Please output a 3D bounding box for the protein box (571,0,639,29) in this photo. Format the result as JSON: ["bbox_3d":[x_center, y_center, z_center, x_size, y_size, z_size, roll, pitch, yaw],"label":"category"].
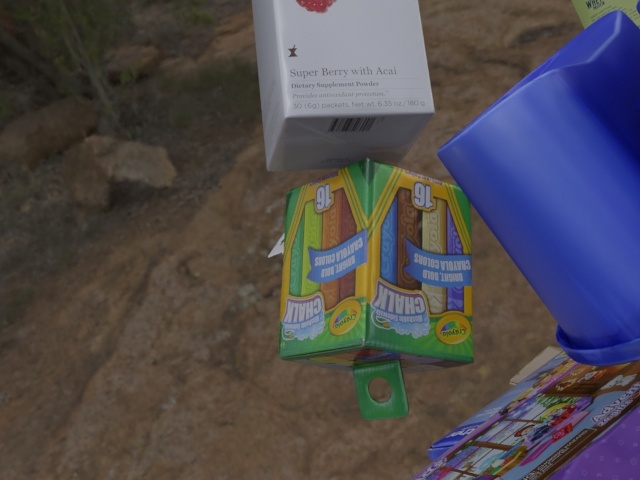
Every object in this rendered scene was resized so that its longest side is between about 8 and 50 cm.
[{"bbox_3d":[0.540,-0.376,1.467,0.136,0.201,0.199,-21,-4,-42],"label":"protein box"}]

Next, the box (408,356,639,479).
[{"bbox_3d":[0.137,0.167,0.630,0.293,0.057,0.201,-34,-2,-14],"label":"box"}]

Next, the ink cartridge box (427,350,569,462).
[{"bbox_3d":[0.289,0.290,1.019,0.151,0.270,0.395,-20,0,44],"label":"ink cartridge box"}]

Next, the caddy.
[{"bbox_3d":[0.218,-0.061,0.498,0.241,0.179,0.341,-38,1,33],"label":"caddy"}]

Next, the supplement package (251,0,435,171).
[{"bbox_3d":[0.016,-0.252,1.120,0.177,0.175,0.293,-4,74,-11],"label":"supplement package"}]

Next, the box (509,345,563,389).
[{"bbox_3d":[0.459,0.245,1.616,0.201,0.021,0.164,10,24,38],"label":"box"}]

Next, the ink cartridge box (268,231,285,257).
[{"bbox_3d":[0.000,0.000,1.719,0.181,0.062,0.104,-21,24,37],"label":"ink cartridge box"}]

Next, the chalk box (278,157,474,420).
[{"bbox_3d":[0.067,0.073,1.137,0.180,0.179,0.289,-19,63,51],"label":"chalk box"}]
